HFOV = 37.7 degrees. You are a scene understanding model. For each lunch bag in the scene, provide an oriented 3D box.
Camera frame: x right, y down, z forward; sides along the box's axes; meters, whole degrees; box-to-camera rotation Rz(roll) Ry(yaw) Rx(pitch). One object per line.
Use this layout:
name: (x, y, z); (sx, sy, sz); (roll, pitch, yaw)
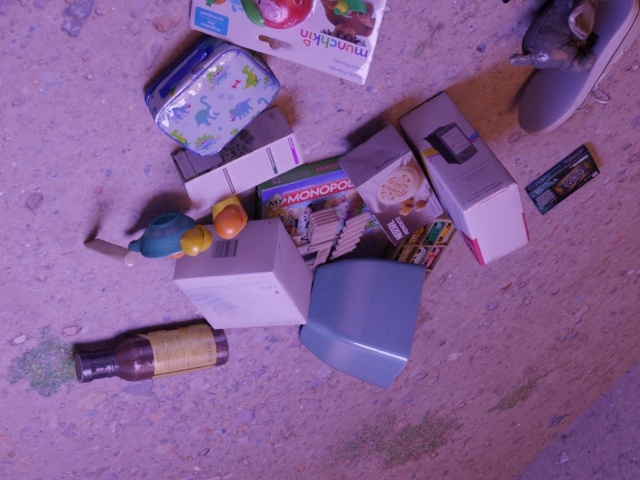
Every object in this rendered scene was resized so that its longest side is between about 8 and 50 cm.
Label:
lunch bag: (-0.197, -0.269, 1.700); (0.219, 0.090, 0.176); (-41, 142, 13)

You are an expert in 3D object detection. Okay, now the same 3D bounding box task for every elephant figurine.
elephant figurine: (0.508, -0.474, 1.915); (0.169, 0.186, 0.240); (18, 122, 8)

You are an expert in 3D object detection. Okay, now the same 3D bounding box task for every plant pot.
plant pot: (0.086, 0.178, 2.229); (0.252, 0.247, 0.248); (15, 155, -2)

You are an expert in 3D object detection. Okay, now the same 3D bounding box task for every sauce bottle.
sauce bottle: (-0.385, 0.263, 2.152); (0.344, 0.111, 0.111); (-6, 136, -29)

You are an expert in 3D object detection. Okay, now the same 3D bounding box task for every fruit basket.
fruit basket: (-0.050, -0.428, 1.474); (0.326, 0.165, 0.353); (20, 130, 5)

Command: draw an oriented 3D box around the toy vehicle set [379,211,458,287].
toy vehicle set: (0.236, 0.034, 2.367); (0.165, 0.035, 0.267); (0, 133, -33)

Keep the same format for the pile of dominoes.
pile of dominoes: (0.000, 0.000, 2.113); (0.195, 0.040, 0.251); (-17, 159, -17)

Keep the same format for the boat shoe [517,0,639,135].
boat shoe: (0.593, -0.378, 2.084); (0.156, 0.136, 0.367); (14, 115, -46)

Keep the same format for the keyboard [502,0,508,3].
keyboard: (0.437, -0.542, 1.848); (0.192, 0.038, 0.100); (-37, -176, 7)

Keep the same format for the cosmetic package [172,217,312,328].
cosmetic package: (-0.160, 0.078, 2.000); (0.224, 0.138, 0.225); (-5, 147, 18)

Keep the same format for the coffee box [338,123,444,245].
coffee box: (0.156, -0.115, 2.023); (0.141, 0.098, 0.246); (-33, 142, 3)

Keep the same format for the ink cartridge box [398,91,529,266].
ink cartridge box: (0.309, -0.131, 2.012); (0.131, 0.306, 0.226); (-31, 142, 0)

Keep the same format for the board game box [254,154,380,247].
board game box: (0.007, -0.086, 2.076); (0.317, 0.046, 0.214); (-16, 141, -18)

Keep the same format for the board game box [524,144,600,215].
board game box: (0.626, -0.155, 2.422); (0.186, 0.026, 0.126); (-37, 141, 9)

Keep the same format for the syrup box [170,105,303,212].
syrup box: (-0.162, -0.160, 1.841); (0.236, 0.093, 0.096); (-25, 142, -7)

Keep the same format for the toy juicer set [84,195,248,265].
toy juicer set: (-0.289, 0.007, 1.848); (0.328, 0.209, 0.090); (-21, 114, -12)
